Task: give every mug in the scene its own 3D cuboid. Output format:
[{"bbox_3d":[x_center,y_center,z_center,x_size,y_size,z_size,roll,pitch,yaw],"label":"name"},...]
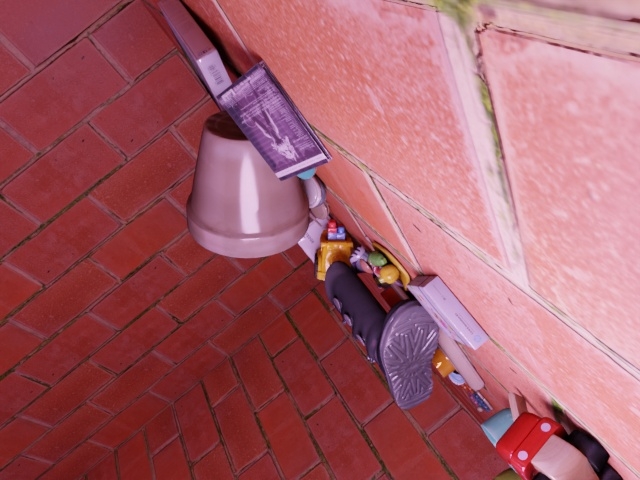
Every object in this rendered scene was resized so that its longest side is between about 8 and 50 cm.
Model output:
[{"bbox_3d":[0.464,0.468,1.055,0.157,0.097,0.129,52,176,38],"label":"mug"}]

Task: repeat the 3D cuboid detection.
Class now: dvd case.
[{"bbox_3d":[-0.094,-0.226,0.905,0.165,0.018,0.221,-12,122,49],"label":"dvd case"}]

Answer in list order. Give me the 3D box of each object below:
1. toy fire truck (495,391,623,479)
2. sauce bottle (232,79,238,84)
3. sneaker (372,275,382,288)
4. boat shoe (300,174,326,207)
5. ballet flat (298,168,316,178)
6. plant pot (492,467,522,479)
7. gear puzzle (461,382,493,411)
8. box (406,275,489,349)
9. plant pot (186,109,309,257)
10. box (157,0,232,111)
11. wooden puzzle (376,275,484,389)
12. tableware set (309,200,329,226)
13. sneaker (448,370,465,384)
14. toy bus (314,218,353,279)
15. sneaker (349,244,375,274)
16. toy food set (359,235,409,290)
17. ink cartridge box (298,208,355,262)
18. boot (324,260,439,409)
[{"bbox_3d":[0.382,0.363,0.795,0.217,0.158,0.246,51,168,-25],"label":"toy fire truck"},{"bbox_3d":[-0.217,-0.405,1.212,0.042,0.042,0.128,52,176,-23],"label":"sauce bottle"},{"bbox_3d":[0.225,0.159,1.778,0.035,0.031,0.083,53,177,-29],"label":"sneaker"},{"bbox_3d":[-0.043,-0.168,1.376,0.099,0.116,0.319,3,-166,-26],"label":"boat shoe"},{"bbox_3d":[-0.066,-0.225,0.998,0.067,0.073,0.206,-104,-12,-45],"label":"ballet flat"},{"bbox_3d":[0.508,0.610,0.938,0.274,0.275,0.293,50,163,23],"label":"plant pot"},{"bbox_3d":[0.487,0.485,1.669,0.339,0.044,0.175,50,178,14],"label":"gear puzzle"},{"bbox_3d":[0.242,0.135,0.898,0.145,0.038,0.186,51,179,3],"label":"box"},{"bbox_3d":[-0.183,-0.164,1.137,0.323,0.324,0.280,49,146,43],"label":"plant pot"},{"bbox_3d":[-0.302,-0.459,1.179,0.322,0.059,0.232,57,174,33],"label":"box"},{"bbox_3d":[0.308,0.277,1.382,0.322,0.081,0.348,52,177,-26],"label":"wooden puzzle"},{"bbox_3d":[-0.034,-0.150,1.588,0.194,0.039,0.128,45,146,20],"label":"tableware set"},{"bbox_3d":[0.428,0.400,1.520,0.162,0.063,0.073,44,157,34],"label":"sneaker"},{"bbox_3d":[0.050,0.023,1.627,0.220,0.150,0.211,-99,8,-76],"label":"toy bus"},{"bbox_3d":[0.154,0.088,1.462,0.098,0.083,0.224,37,178,17],"label":"sneaker"},{"bbox_3d":[0.157,0.074,1.182,0.128,0.071,0.218,52,178,-18],"label":"toy food set"},{"bbox_3d":[0.000,0.000,1.940,0.285,0.166,0.395,51,179,-18],"label":"ink cartridge box"},{"bbox_3d":[0.146,0.189,1.275,0.445,0.146,0.366,-122,22,-51],"label":"boot"}]
